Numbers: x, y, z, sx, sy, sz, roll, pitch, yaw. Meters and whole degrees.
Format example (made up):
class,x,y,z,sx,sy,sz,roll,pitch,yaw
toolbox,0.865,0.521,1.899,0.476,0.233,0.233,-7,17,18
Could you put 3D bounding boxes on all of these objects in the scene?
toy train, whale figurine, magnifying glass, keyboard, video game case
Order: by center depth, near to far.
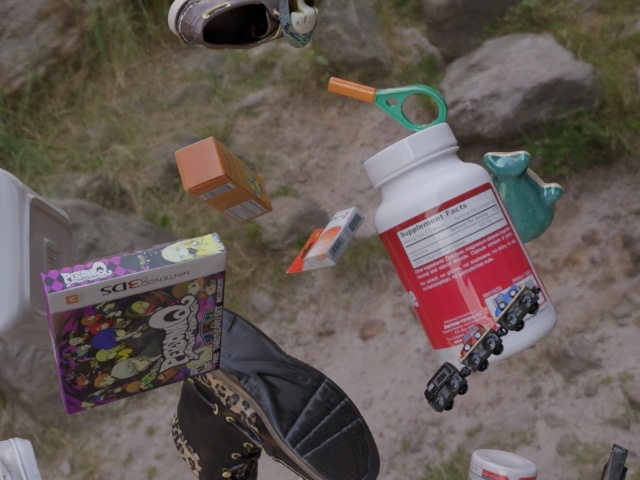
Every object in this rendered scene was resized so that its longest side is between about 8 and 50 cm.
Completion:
class,x,y,z,sx,sy,sz,roll,pitch,yaw
toy train,0.157,0.102,0.751,0.158,0.027,0.036,-51,47,10
video game case,-0.223,0.106,0.948,0.210,0.232,0.042,-13,47,-24
keyboard,0.437,0.454,1.201,0.033,0.317,0.201,14,30,20
magnifying glass,0.127,-0.266,1.453,0.230,0.092,0.026,18,42,8
whale figurine,0.438,-0.092,1.748,0.216,0.272,0.141,1,59,21

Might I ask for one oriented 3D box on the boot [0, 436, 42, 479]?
class,x,y,z,sx,sy,sz,roll,pitch,yaw
boot,-0.426,0.372,1.015,0.123,0.095,0.258,-3,30,-35

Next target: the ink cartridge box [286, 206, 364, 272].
class,x,y,z,sx,sy,sz,roll,pitch,yaw
ink cartridge box,0.000,0.000,1.710,0.179,0.045,0.145,-10,39,49

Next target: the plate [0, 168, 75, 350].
class,x,y,z,sx,sy,sz,roll,pitch,yaw
plate,-0.484,0.043,1.335,0.045,0.278,0.277,-6,-14,1

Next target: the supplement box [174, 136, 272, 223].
class,x,y,z,sx,sy,sz,roll,pitch,yaw
supplement box,-0.163,-0.099,1.337,0.080,0.078,0.233,-22,-17,9

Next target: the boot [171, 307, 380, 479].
class,x,y,z,sx,sy,sz,roll,pitch,yaw
boot,-0.094,0.309,1.214,0.377,0.284,0.138,36,44,17

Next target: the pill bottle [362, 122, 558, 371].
class,x,y,z,sx,sy,sz,roll,pitch,yaw
pill bottle,0.237,0.010,1.376,0.229,0.408,0.229,-25,-3,-1

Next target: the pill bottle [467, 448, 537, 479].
class,x,y,z,sx,sy,sz,roll,pitch,yaw
pill bottle,0.426,0.671,1.870,0.161,0.284,0.161,10,2,0

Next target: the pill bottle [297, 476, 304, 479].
class,x,y,z,sx,sy,sz,roll,pitch,yaw
pill bottle,0.006,0.602,1.876,0.131,0.131,0.229,11,80,50

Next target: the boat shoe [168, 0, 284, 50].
class,x,y,z,sx,sy,sz,roll,pitch,yaw
boat shoe,-0.131,-0.424,1.479,0.324,0.117,0.096,-17,44,-40

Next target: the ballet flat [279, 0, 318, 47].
class,x,y,z,sx,sy,sz,roll,pitch,yaw
ballet flat,-0.033,-0.396,1.254,0.070,0.189,0.070,-5,39,4
